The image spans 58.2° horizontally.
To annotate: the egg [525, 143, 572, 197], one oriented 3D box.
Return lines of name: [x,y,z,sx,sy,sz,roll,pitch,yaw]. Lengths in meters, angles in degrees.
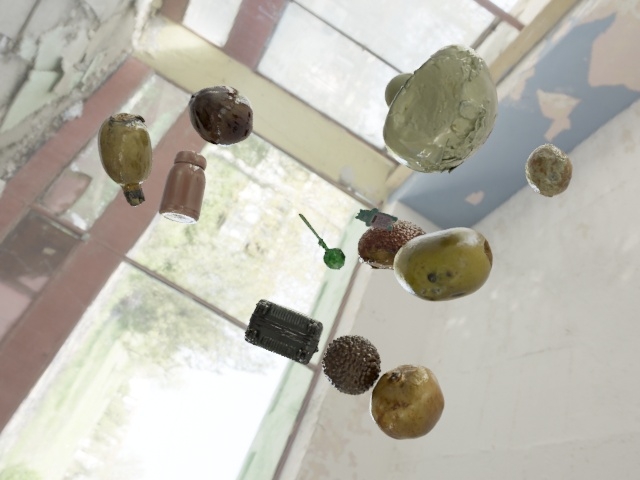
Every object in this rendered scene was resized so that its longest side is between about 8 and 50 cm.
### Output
egg: [0.987,-0.303,2.484,0.195,0.194,0.234,138,-44,-62]

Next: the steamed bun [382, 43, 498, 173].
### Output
steamed bun: [0.341,-0.325,1.518,0.334,0.233,0.312,-54,162,26]

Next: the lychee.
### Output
lychee: [0.100,0.415,1.891,0.200,0.200,0.238,-71,-179,-54]

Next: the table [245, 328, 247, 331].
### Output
table: [-0.204,0.282,1.885,0.083,0.062,0.079,-62,-178,-12]

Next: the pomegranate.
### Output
pomegranate: [0.272,0.505,1.814,0.248,0.248,0.248,-57,-171,14]

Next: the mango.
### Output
mango: [0.328,0.055,1.604,0.252,0.182,0.365,-19,-168,-6]

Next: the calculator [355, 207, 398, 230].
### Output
calculator: [0.192,-0.075,1.980,0.094,0.141,0.019,114,-11,-45]

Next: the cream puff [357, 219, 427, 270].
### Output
cream puff: [0.328,0.021,2.491,0.350,0.350,0.229,166,-63,-78]

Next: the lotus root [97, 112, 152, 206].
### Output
lotus root: [-0.651,-0.269,1.936,0.183,0.182,0.310,-82,171,-69]

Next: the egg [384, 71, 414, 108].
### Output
egg: [0.379,-0.571,2.320,0.189,0.253,0.189,-60,168,-22]

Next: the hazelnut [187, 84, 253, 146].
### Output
hazelnut: [-0.337,-0.439,1.964,0.233,0.218,0.218,10,-116,44]

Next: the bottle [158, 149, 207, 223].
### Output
bottle: [-0.579,-0.230,2.448,0.206,0.173,0.297,147,-48,-68]

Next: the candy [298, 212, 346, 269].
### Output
candy: [-0.002,0.002,2.301,0.097,0.323,0.097,-25,-144,19]

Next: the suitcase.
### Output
suitcase: [-0.092,0.249,1.578,0.312,0.202,0.128,84,28,-80]
